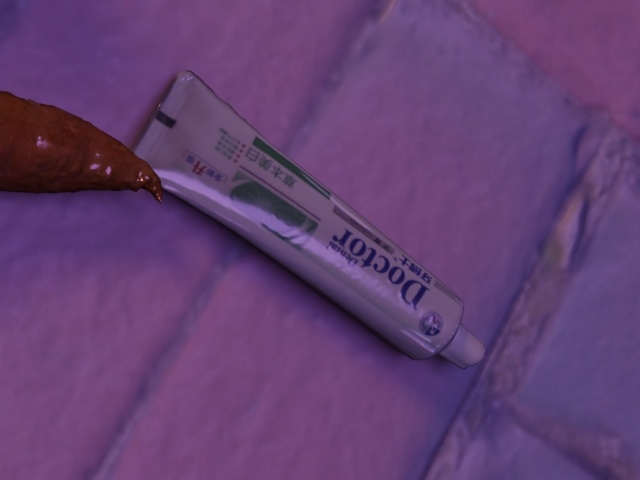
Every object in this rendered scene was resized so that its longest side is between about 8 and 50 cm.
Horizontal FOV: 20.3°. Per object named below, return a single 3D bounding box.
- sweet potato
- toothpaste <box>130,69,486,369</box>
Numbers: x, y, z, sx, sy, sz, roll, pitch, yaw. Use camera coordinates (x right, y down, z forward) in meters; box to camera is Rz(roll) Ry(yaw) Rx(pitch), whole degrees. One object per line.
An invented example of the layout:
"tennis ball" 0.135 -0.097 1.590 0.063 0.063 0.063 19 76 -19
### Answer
"sweet potato" -0.212 -0.055 0.783 0.314 0.066 0.072 18 86 -29
"toothpaste" 0.000 0.000 0.909 0.218 0.041 0.064 38 61 -19
